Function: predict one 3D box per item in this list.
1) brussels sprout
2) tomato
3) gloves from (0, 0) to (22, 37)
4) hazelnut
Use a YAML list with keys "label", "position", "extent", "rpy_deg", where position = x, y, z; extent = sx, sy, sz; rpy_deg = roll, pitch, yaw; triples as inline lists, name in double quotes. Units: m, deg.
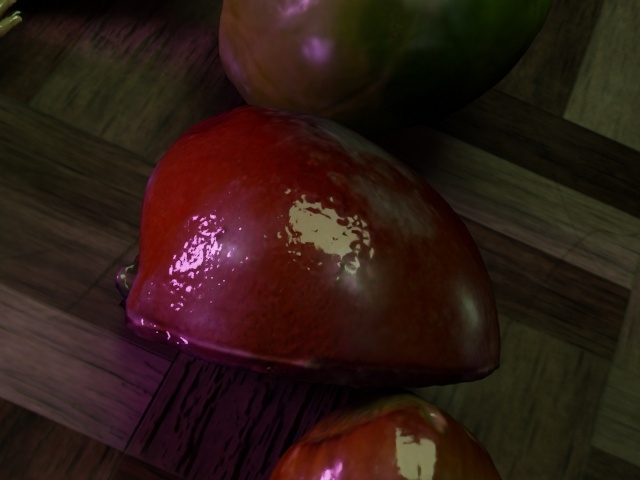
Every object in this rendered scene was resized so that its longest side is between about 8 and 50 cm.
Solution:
- label: "brussels sprout"
  position: [0.054, -0.242, 1.759]
  extent: [0.268, 0.344, 0.344]
  rpy_deg: [56, 28, -27]
- label: "tomato"
  position: [0.000, -0.004, 1.471]
  extent: [0.290, 0.176, 0.335]
  rpy_deg: [11, 6, -4]
- label: "gloves"
  position: [-0.339, -0.192, 1.690]
  extent: [0.144, 0.110, 0.094]
  rpy_deg: [-3, 44, 14]
- label: "hazelnut"
  position: [0.051, 0.191, 1.365]
  extent: [0.182, 0.182, 0.182]
  rpy_deg: [13, 39, -11]
